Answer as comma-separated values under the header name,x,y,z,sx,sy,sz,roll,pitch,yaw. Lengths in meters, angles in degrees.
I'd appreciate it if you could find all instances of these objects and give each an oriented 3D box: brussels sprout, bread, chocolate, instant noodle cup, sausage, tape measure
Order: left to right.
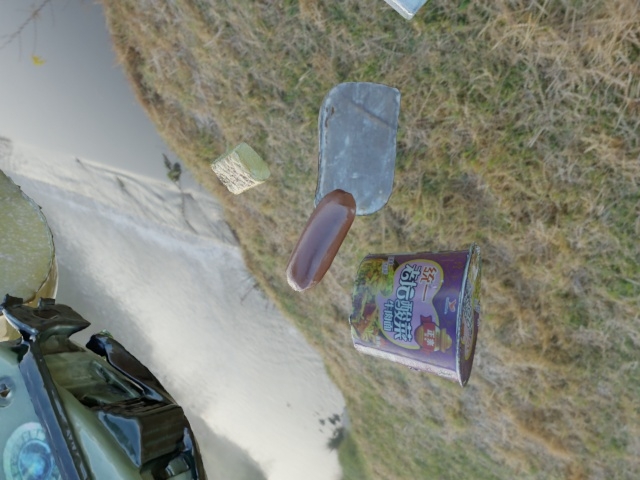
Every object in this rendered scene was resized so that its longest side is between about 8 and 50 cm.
name,x,y,z,sx,sy,sz,roll,pitch,yaw
tape measure,-0.173,0.183,0.393,0.207,0.235,0.115,20,-179,23
brussels sprout,-0.571,0.281,1.480,0.085,0.085,0.058,32,154,18
bread,-0.237,-0.210,1.666,0.125,0.068,0.188,47,152,-20
sausage,0.000,0.000,0.987,0.077,0.194,0.077,28,-175,-3
chocolate,0.061,-0.177,1.097,0.080,0.157,0.254,-132,44,-67
instant noodle cup,0.235,0.161,1.368,0.266,0.340,0.340,5,135,23

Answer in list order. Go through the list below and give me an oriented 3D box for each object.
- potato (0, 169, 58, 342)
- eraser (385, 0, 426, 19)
name,x,y,z,sx,sy,sz,roll,pitch,yaw
potato,-0.696,0.075,0.991,0.442,0.385,0.319,34,136,6
eraser,0.110,-0.548,0.981,0.290,0.189,0.104,38,-167,-6
